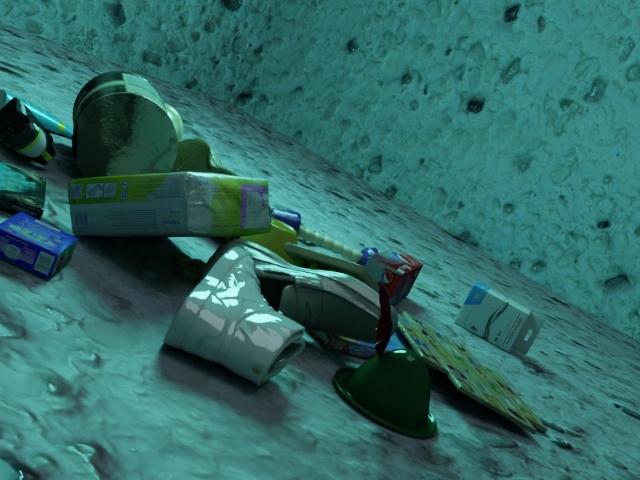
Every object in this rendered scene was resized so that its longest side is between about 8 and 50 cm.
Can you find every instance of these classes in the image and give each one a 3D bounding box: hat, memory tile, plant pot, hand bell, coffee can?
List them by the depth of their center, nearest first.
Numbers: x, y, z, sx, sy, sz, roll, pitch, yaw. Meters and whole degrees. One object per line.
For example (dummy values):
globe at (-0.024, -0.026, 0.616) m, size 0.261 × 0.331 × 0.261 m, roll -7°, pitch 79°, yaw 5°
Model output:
hat at (0.131, 0.163, 1.334) m, size 0.173 × 0.183 × 0.208 m, roll 28°, pitch 11°, yaw 8°
memory tile at (-0.177, 0.061, 1.560) m, size 0.148 × 0.012 × 0.113 m, roll 21°, pitch 12°, yaw -27°
plant pot at (-0.096, 0.012, 1.760) m, size 0.134 × 0.095 × 0.134 m, roll 26°, pitch 11°, yaw -5°
coffee can at (-0.403, -0.226, 1.881) m, size 0.201 × 0.201 × 0.275 m, roll 22°, pitch 11°, yaw -20°
hand bell at (-0.444, -0.259, 2.299) m, size 0.126 × 0.126 × 0.242 m, roll 27°, pitch 24°, yaw 3°

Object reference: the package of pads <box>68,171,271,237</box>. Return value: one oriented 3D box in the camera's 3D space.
package of pads at (-0.231, -0.053, 1.512) m, size 0.229 × 0.101 × 0.296 m, roll -2°, pitch 0°, yaw 23°

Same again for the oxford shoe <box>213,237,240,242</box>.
oxford shoe at (-0.235, -0.063, 1.840) m, size 0.227 × 0.083 × 0.096 m, roll 28°, pitch 20°, yaw 31°

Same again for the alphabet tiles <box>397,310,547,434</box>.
alphabet tiles at (0.261, 0.232, 1.675) m, size 0.285 × 0.011 × 0.342 m, roll 32°, pitch 8°, yaw -18°

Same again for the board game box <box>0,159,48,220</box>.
board game box at (-0.499, -0.087, 1.464) m, size 0.126 × 0.026 × 0.186 m, roll 22°, pitch 12°, yaw -21°

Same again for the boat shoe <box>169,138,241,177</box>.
boat shoe at (-0.252, -0.119, 2.031) m, size 0.341 × 0.121 × 0.110 m, roll 43°, pitch -18°, yaw 48°

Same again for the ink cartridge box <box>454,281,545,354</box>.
ink cartridge box at (0.413, 0.183, 2.120) m, size 0.180 × 0.104 × 0.060 m, roll 29°, pitch 11°, yaw 14°

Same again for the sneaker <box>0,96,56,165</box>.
sneaker at (-0.568, -0.198, 1.769) m, size 0.097 × 0.084 × 0.234 m, roll 48°, pitch -3°, yaw -37°

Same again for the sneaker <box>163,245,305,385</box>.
sneaker at (-0.098, 0.111, 1.291) m, size 0.169 × 0.108 × 0.292 m, roll 28°, pitch 20°, yaw 0°

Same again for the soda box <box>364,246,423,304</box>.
soda box at (0.153, 0.081, 2.025) m, size 0.083 × 0.092 × 0.263 m, roll 28°, pitch 11°, yaw 13°

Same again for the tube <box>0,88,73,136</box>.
tube at (-0.620, -0.270, 2.020) m, size 0.080 × 0.052 × 0.207 m, roll 45°, pitch 13°, yaw 33°

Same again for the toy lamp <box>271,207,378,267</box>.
toy lamp at (0.000, 0.000, 2.099) m, size 0.274 × 0.080 × 0.080 m, roll 23°, pitch 11°, yaw -19°

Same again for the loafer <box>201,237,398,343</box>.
loafer at (-0.036, 0.096, 1.460) m, size 0.319 × 0.112 × 0.111 m, roll 18°, pitch 39°, yaw 13°

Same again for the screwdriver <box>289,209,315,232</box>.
screwdriver at (-0.043, -0.032, 2.158) m, size 0.025 × 0.024 × 0.170 m, roll -15°, pitch -30°, yaw 21°

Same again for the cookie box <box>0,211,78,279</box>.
cookie box at (-0.387, 0.006, 1.248) m, size 0.092 × 0.040 × 0.107 m, roll 25°, pitch 11°, yaw -5°

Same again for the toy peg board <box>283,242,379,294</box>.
toy peg board at (0.016, 0.089, 1.674) m, size 0.161 × 0.079 × 0.160 m, roll 17°, pitch -17°, yaw 27°

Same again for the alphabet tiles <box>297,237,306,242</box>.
alphabet tiles at (-0.144, -0.055, 2.207) m, size 0.237 × 0.009 × 0.198 m, roll 17°, pitch 14°, yaw -43°

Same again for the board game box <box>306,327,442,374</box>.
board game box at (0.084, 0.170, 1.618) m, size 0.281 × 0.027 × 0.145 m, roll 18°, pitch 13°, yaw -38°
